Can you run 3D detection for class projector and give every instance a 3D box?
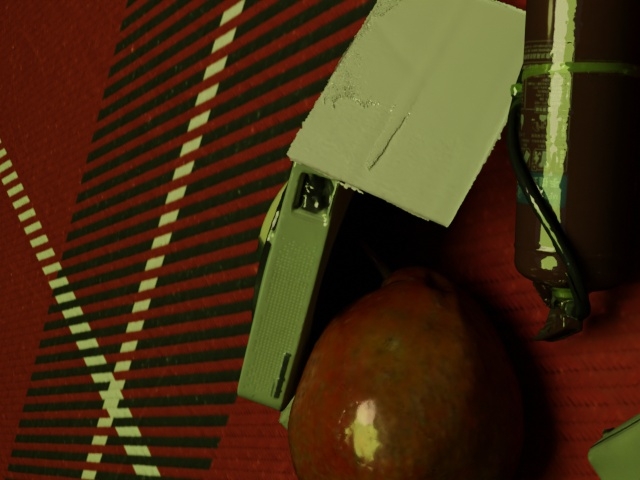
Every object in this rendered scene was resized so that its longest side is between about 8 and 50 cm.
[{"bbox_3d":[0.000,0.000,1.100,0.079,0.259,0.257,20,113,11],"label":"projector"}]

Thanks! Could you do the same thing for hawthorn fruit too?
[{"bbox_3d":[0.077,0.123,1.016,0.210,0.211,0.262,-24,65,55],"label":"hawthorn fruit"}]

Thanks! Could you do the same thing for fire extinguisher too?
[{"bbox_3d":[0.202,-0.077,0.917,0.141,0.105,0.341,-104,17,-83],"label":"fire extinguisher"}]

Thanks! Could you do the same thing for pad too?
[{"bbox_3d":[0.088,-0.129,0.964,0.232,0.157,0.004,-61,-14,-23],"label":"pad"}]

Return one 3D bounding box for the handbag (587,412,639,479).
[{"bbox_3d":[0.319,0.234,0.741,0.241,0.109,0.315,-48,56,47],"label":"handbag"}]

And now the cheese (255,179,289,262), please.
[{"bbox_3d":[-0.001,-0.052,1.262,0.127,0.054,0.251,56,134,40],"label":"cheese"}]

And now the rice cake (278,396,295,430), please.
[{"bbox_3d":[0.032,0.150,1.222,0.057,0.052,0.256,50,138,3],"label":"rice cake"}]
